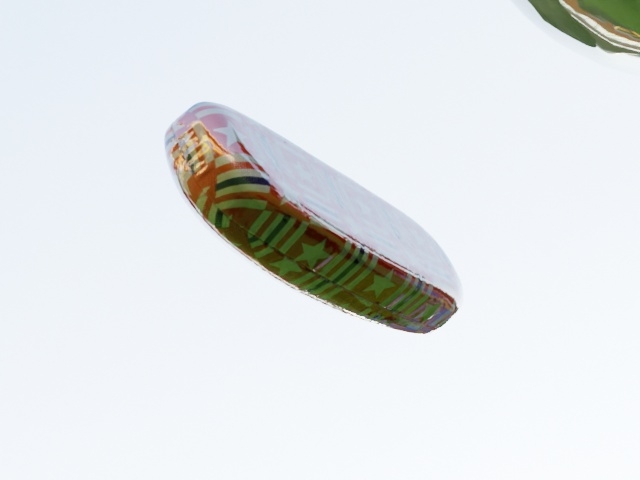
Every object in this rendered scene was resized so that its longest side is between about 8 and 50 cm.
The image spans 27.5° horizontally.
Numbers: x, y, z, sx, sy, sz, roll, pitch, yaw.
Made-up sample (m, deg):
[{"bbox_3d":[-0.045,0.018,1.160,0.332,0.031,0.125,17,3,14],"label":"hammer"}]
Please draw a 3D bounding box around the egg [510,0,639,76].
[{"bbox_3d":[0.183,-0.216,0.446,0.258,0.258,0.352,24,-61,-14],"label":"egg"}]

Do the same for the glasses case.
[{"bbox_3d":[0.000,0.000,0.625,0.049,0.073,0.194,-42,-41,17],"label":"glasses case"}]
